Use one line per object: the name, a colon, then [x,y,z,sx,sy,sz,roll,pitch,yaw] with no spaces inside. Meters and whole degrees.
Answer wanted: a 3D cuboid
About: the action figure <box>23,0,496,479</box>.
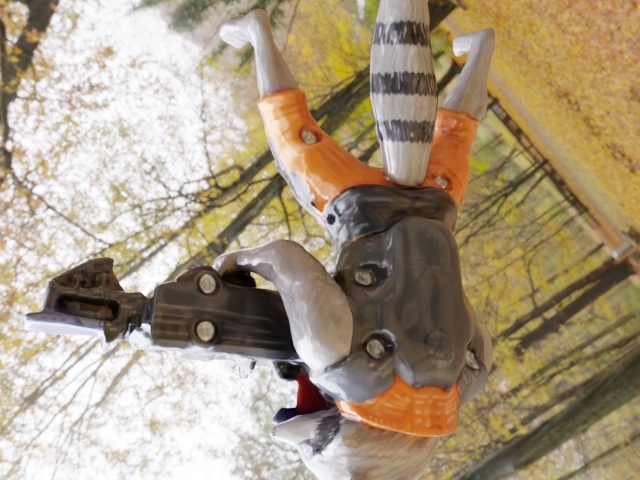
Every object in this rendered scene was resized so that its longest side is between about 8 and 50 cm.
action figure: [0.000,0.000,0.391,0.341,0.178,0.330,2,-103,-24]
